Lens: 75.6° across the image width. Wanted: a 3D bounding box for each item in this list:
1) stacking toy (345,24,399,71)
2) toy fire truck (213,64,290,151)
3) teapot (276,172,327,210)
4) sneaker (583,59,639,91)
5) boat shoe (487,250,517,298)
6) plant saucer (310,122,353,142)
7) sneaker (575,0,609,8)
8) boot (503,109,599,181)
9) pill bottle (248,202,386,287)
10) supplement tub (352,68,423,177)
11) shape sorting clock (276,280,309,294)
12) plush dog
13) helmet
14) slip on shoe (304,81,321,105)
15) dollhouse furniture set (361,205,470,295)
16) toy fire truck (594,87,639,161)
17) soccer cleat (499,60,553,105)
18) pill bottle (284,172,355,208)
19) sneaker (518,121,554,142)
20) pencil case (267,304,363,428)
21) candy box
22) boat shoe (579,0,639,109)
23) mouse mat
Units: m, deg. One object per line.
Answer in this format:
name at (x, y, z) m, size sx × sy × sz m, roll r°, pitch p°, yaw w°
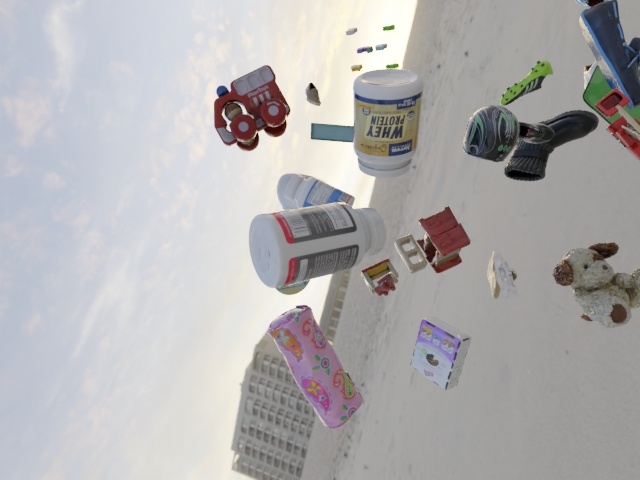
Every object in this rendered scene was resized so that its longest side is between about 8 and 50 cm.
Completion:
stacking toy at (0.216, -0.799, 1.715) m, size 0.052 × 0.221 × 0.166 m, roll -56°, pitch -37°, yaw -41°
toy fire truck at (-0.274, -0.506, 1.591) m, size 0.302 × 0.253 × 0.169 m, roll -28°, pitch -2°, yaw -5°
teapot at (-0.081, -0.175, 1.802) m, size 0.256 × 0.253 × 0.187 m, roll 26°, pitch -107°, yaw -66°
sneaker at (0.846, -0.505, 1.168) m, size 0.290 × 0.106 × 0.123 m, roll -138°, pitch 34°, yaw -86°
boat shoe at (0.713, 0.137, 1.606) m, size 0.277 × 0.096 × 0.098 m, roll -65°, pitch -21°, yaw -54°
plant saucer at (0.056, -0.424, 1.624) m, size 0.018 × 0.192 × 0.067 m, roll -66°, pitch -19°, yaw -63°
sneaker at (0.963, -0.865, 1.467) m, size 0.073 × 0.162 × 0.063 m, roll -6°, pitch -39°, yaw -44°
boot at (0.986, -0.394, 1.778) m, size 0.348 × 0.131 × 0.260 m, roll -8°, pitch 51°, yaw 58°
pill bottle at (0.000, 0.000, 1.018) m, size 0.319 × 0.176 × 0.176 m, roll -11°, pitch -51°, yaw -30°
supplement tub at (0.224, -0.397, 1.410) m, size 0.228 × 0.229 × 0.316 m, roll -62°, pitch -25°, yaw -47°
shape sorting clock at (-0.130, 0.139, 1.823) m, size 0.040 × 0.206 × 0.206 m, roll 38°, pitch -111°, yaw -65°
plush dog at (0.815, 0.124, 1.227) m, size 0.263 × 0.225 × 0.210 m, roll -24°, pitch -13°, yaw -19°
helmet at (0.548, -0.346, 1.317) m, size 0.169 × 0.170 × 0.161 m, roll -52°, pitch -25°, yaw -63°
slip on shoe at (-0.025, -0.535, 1.509) m, size 0.135 × 0.052 × 0.041 m, roll -104°, pitch 31°, yaw -48°
dollhouse furniture set at (0.312, 0.055, 1.437) m, size 0.201 × 0.374 × 0.152 m, roll 73°, pitch 173°, yaw -65°
toy fire truck at (0.686, -0.238, 0.902) m, size 0.047 × 0.192 × 0.135 m, roll -43°, pitch -15°, yaw 24°
soccer cleat at (0.679, -0.505, 1.356) m, size 0.179 × 0.072 × 0.060 m, roll -42°, pitch 37°, yaw 28°
pill bottle at (-0.005, -0.141, 1.405) m, size 0.124 × 0.222 × 0.124 m, roll -61°, pitch -8°, yaw -15°
sneaker at (0.714, -0.368, 1.413) m, size 0.077 × 0.178 × 0.071 m, roll -83°, pitch 0°, yaw -66°
pencil case at (-0.009, 0.290, 0.961) m, size 0.124 × 0.284 × 0.124 m, roll -30°, pitch 5°, yaw 3°
candy box at (0.418, 0.393, 1.452) m, size 0.070 × 0.165 × 0.196 m, roll -1°, pitch -71°, yaw -39°
boat shoe at (0.677, -0.426, 0.924) m, size 0.109 × 0.089 × 0.258 m, roll -14°, pitch -99°, yaw -62°
mouse mat at (0.766, -0.355, 1.072) m, size 0.152 × 0.190 × 0.007 m, roll -54°, pitch 5°, yaw -24°
